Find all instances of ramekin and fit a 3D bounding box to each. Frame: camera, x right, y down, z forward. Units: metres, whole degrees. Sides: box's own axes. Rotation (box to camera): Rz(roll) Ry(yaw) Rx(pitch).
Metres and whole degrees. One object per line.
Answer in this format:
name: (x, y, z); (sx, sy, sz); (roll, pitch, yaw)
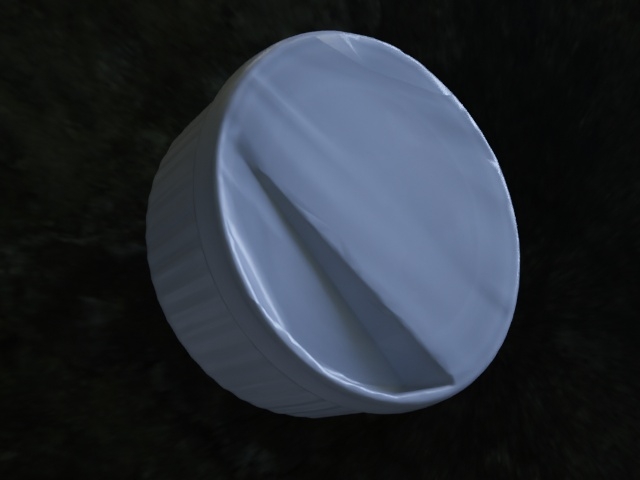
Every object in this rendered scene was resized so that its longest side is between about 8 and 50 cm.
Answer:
ramekin: (0.000, 0.000, 1.301); (0.127, 0.273, 0.273); (-26, -96, 47)
